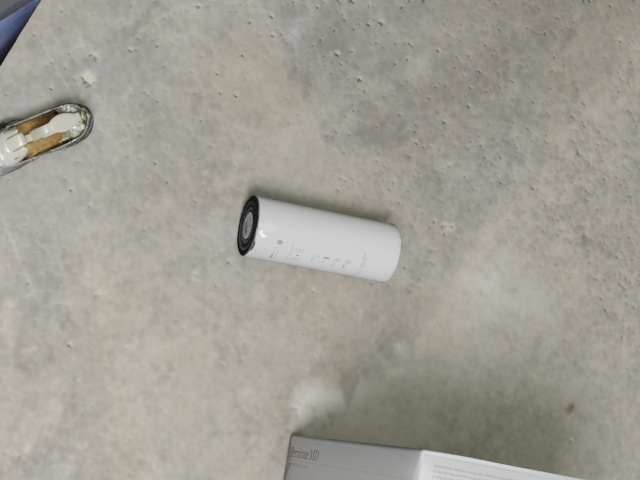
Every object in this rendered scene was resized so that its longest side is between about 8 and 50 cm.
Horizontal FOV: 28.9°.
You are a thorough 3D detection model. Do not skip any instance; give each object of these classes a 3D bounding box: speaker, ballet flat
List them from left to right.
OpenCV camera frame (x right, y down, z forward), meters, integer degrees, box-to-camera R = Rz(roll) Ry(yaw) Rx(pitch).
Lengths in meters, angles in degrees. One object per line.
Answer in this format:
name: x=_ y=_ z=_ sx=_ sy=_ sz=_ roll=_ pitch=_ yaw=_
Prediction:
ballet flat: x=-0.236 y=-0.084 z=1.005 sx=0.114 sy=0.041 sz=0.041 roll=-26 pitch=93 yaw=-22
speaker: x=0.000 y=0.000 z=1.082 sx=0.136 sy=0.055 sz=0.055 roll=11 pitch=80 yaw=-20

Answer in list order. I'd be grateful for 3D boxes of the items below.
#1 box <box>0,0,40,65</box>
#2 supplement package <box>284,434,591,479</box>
box: x=-0.373 y=-0.115 z=0.817 sx=0.294 sy=0.296 sz=0.182 roll=-37 pitch=98 yaw=-21
supplement package: x=0.100 y=0.244 z=0.979 sx=0.204 sy=0.262 sz=0.145 roll=14 pitch=78 yaw=-20
